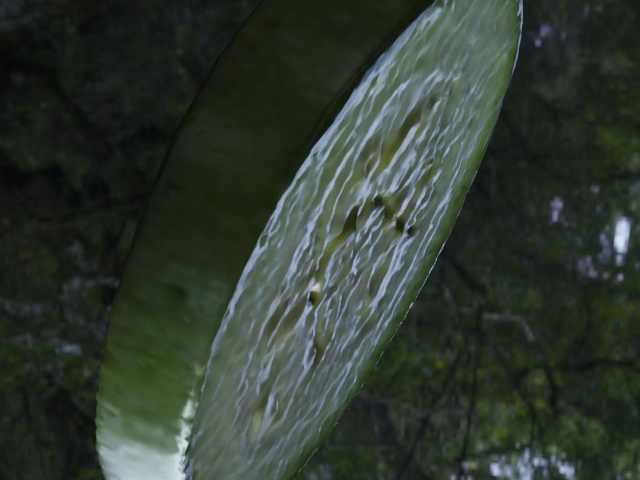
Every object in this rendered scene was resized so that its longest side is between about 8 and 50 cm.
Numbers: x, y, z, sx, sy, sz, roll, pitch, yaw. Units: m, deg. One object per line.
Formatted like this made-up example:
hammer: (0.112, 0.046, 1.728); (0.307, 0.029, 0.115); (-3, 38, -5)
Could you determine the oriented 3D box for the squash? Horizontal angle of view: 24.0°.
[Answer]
squash: (0.000, 0.000, 0.576); (0.049, 0.252, 0.252); (26, -135, 15)
